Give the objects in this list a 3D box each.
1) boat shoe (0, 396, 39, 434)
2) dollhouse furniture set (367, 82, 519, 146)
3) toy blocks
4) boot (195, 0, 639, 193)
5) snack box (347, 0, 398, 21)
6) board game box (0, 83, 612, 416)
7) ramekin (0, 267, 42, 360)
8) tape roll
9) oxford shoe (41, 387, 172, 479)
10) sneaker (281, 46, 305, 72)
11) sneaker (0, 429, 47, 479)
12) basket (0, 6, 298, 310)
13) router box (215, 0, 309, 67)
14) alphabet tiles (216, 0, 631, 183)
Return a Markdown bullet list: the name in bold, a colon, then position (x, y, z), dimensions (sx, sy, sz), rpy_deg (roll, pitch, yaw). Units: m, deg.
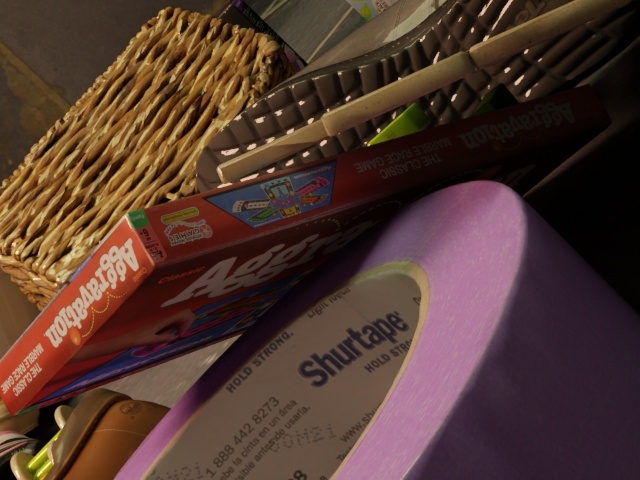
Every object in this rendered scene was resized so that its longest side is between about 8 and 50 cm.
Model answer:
- **boat shoe**: position (-0.348, 0.233, 1.314), dimensions (0.285, 0.089, 0.104), rpy_deg (-38, -4, 21)
- **dollhouse furniture set**: position (0.052, -0.029, 0.833), dimensions (0.152, 0.076, 0.058), rpy_deg (-40, 1, 20)
- **toy blocks**: position (-0.219, 0.199, 1.033), dimensions (0.148, 0.054, 0.123), rpy_deg (-46, 13, 6)
- **boot**: position (0.083, -0.127, 0.976), dimensions (0.338, 0.118, 0.222), rpy_deg (-27, 17, 27)
- **snack box**: position (0.128, -0.315, 1.453), dimensions (0.207, 0.070, 0.174), rpy_deg (-39, 15, 27)
- **board game box**: position (0.000, 0.000, 0.658), dimensions (0.281, 0.027, 0.145), rpy_deg (-18, -18, -41)
- **ramekin**: position (-0.379, 0.122, 1.405), dimensions (0.277, 0.135, 0.277), rpy_deg (-27, -8, -4)
- **tape roll**: position (0.001, 0.107, 0.524), dimensions (0.275, 0.090, 0.275), rpy_deg (-43, 14, 13)
- **oxford shoe**: position (-0.130, 0.175, 0.800), dimensions (0.076, 0.076, 0.212), rpy_deg (7, 54, 23)
- **sneaker**: position (-0.101, -0.103, 1.517), dimensions (0.236, 0.095, 0.104), rpy_deg (-46, 16, 29)
- **sneaker**: position (-0.269, 0.217, 1.115), dimensions (0.077, 0.072, 0.178), rpy_deg (-13, 40, 50)
- **basket**: position (-0.117, -0.024, 1.302), dimensions (0.213, 0.223, 0.299), rpy_deg (22, 65, 41)
- **router box**: position (-0.109, -0.163, 1.608), dimensions (0.179, 0.133, 0.046), rpy_deg (-42, 14, 19)
- **alphabet tiles**: position (0.106, -0.097, 0.655), dimensions (0.285, 0.011, 0.342), rpy_deg (-23, 4, 12)
